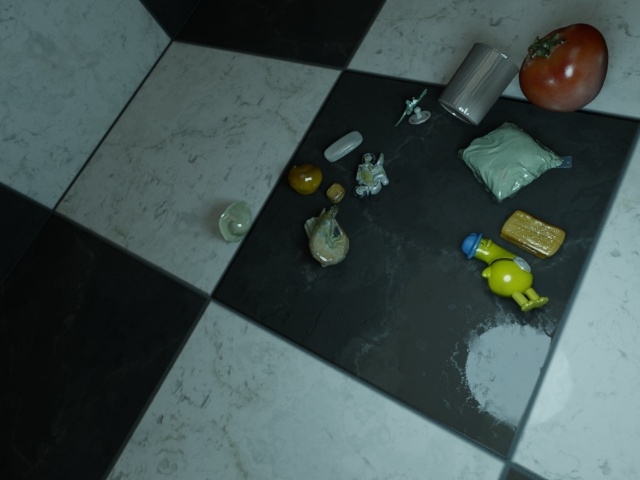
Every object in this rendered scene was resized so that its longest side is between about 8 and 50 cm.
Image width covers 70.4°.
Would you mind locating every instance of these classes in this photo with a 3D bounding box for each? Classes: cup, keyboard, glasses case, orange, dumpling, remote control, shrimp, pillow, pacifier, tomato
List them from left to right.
[{"bbox_3d":[-0.396,-0.093,2.089,0.111,0.155,0.181,-25,67,37],"label":"dumpling"},{"bbox_3d":[-0.070,-0.279,2.065,0.157,0.134,0.156,-4,25,2],"label":"orange"},{"bbox_3d":[0.000,0.001,1.944,0.090,0.049,0.230,-29,60,5],"label":"remote control"},{"bbox_3d":[0.051,-0.030,1.902,0.168,0.077,0.317,26,54,-9],"label":"shrimp"},{"bbox_3d":[0.106,-0.437,2.106,0.193,0.049,0.074,-34,59,3],"label":"glasses case"},{"bbox_3d":[0.435,-0.562,2.017,0.099,0.078,0.081,-22,45,13],"label":"pacifier"},{"bbox_3d":[0.623,-0.652,1.873,0.273,0.208,0.288,-56,49,14],"label":"cup"},{"bbox_3d":[0.720,-0.317,1.751,0.284,0.138,0.310,-30,53,3],"label":"pillow"},{"bbox_3d":[0.874,-0.301,1.755,0.176,0.014,0.055,2,67,23],"label":"keyboard"},{"bbox_3d":[0.931,-0.642,1.725,0.322,0.321,0.321,-9,64,18],"label":"tomato"}]

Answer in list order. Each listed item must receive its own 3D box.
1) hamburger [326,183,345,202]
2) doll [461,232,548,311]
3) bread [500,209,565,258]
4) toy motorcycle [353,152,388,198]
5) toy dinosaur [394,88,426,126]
[{"bbox_3d":[0.069,-0.209,2.018,0.083,0.044,0.076,-48,57,-7],"label":"hamburger"},{"bbox_3d":[0.642,0.098,1.607,0.200,0.145,0.363,-6,45,-25],"label":"doll"},{"bbox_3d":[0.761,-0.019,1.633,0.200,0.077,0.116,33,80,29],"label":"bread"},{"bbox_3d":[0.227,-0.280,1.972,0.151,0.074,0.228,8,68,22],"label":"toy motorcycle"},{"bbox_3d":[0.407,-0.600,2.043,0.044,0.187,0.106,37,47,8],"label":"toy dinosaur"}]
